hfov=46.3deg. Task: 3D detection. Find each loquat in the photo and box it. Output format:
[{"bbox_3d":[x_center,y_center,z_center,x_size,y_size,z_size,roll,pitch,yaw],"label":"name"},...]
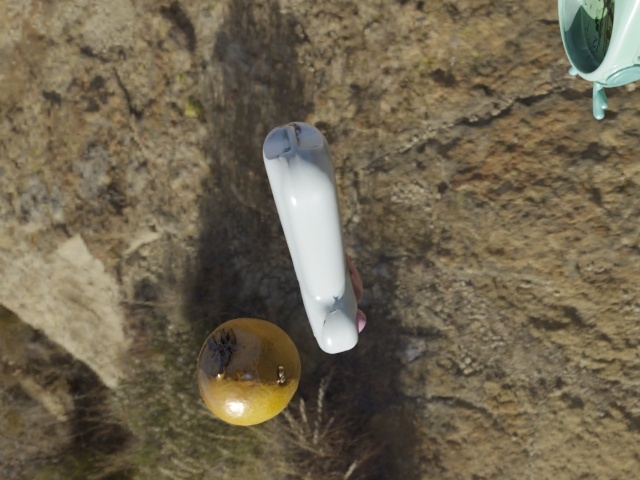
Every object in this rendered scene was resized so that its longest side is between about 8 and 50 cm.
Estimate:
[{"bbox_3d":[-0.091,0.167,0.951,0.141,0.141,0.141,6,99,44],"label":"loquat"}]

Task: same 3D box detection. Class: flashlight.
[{"bbox_3d":[0.000,0.000,0.524,0.200,0.047,0.093,78,178,-48],"label":"flashlight"}]

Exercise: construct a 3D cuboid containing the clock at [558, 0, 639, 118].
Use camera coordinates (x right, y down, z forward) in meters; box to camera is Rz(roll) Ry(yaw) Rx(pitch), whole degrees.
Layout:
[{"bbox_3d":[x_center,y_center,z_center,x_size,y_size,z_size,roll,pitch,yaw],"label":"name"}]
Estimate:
[{"bbox_3d":[0.271,-0.218,0.688,0.211,0.065,0.159,85,178,-51],"label":"clock"}]
